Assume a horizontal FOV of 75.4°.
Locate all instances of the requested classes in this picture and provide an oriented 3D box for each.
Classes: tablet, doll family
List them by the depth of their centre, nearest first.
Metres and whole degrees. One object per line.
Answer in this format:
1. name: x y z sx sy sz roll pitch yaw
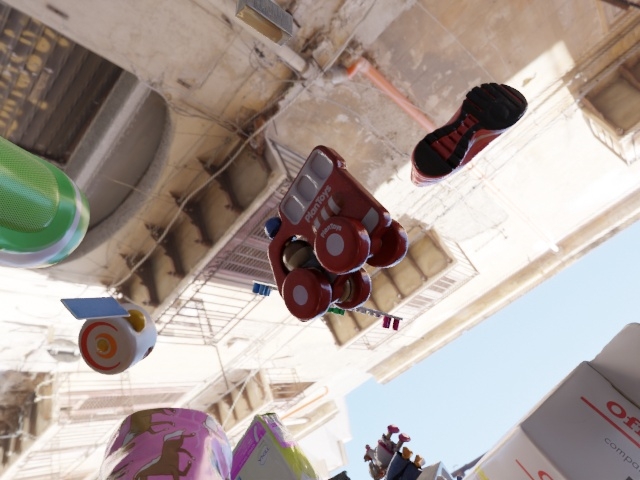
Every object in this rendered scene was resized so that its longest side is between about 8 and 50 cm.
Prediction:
1. tablet: -0.331 0.100 0.610 0.054 0.083 0.006 32 -79 27
2. doll family: 0.181 0.526 0.854 0.263 0.118 0.163 30 -75 29

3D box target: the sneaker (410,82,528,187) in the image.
1. sneaker: 0.312 -0.229 0.915 0.314 0.136 0.115 -37 -101 -9

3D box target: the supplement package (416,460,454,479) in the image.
1. supplement package: 0.271 0.753 1.132 0.203 0.194 0.149 -38 -100 25

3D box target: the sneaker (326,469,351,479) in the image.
1. sneaker: 0.059 0.530 0.835 0.076 0.166 0.065 -32 -153 -10

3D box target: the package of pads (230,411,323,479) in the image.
1. package of pads: -0.130 0.653 1.133 0.297 0.101 0.229 41 -78 40

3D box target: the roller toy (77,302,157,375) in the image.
1. roller toy: -0.603 0.293 1.232 0.210 0.146 0.190 -1 -85 11

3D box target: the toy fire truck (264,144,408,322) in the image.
1. toy fire truck: 0.000 0.000 0.818 0.253 0.170 0.302 51 -58 27

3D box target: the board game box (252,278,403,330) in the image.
1. board game box: 0.008 0.214 1.386 0.390 0.391 0.050 -1 -108 61

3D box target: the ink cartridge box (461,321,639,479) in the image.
1. ink cartridge box: 0.260 0.264 0.385 0.207 0.119 0.353 45 -34 35

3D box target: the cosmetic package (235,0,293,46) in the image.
1. cosmetic package: -0.113 -0.457 0.845 0.041 0.115 0.060 -20 -120 44

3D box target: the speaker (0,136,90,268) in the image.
1. speaker: -0.346 -0.061 0.352 0.132 0.296 0.131 -3 -107 9

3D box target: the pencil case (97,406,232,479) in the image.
1. pencil case: -0.139 0.316 0.367 0.386 0.160 0.167 -141 -115 -67
